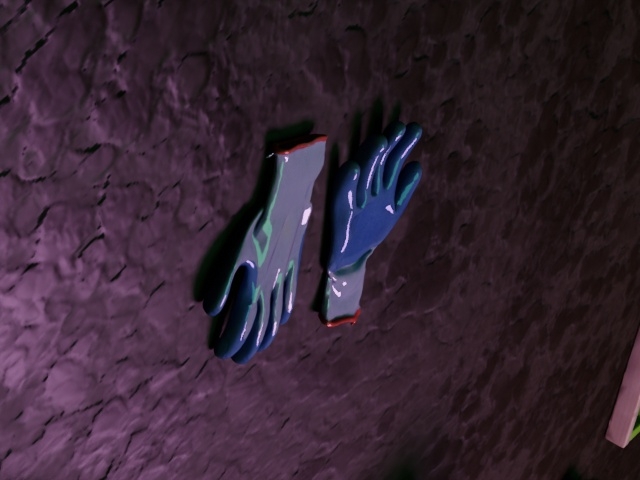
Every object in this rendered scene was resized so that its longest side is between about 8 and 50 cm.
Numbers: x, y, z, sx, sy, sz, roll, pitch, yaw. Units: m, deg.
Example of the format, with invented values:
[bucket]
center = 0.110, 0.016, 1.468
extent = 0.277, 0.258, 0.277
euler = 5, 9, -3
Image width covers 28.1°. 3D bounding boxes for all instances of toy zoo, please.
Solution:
[toy zoo]
center = 0.477, 0.128, 1.677
extent = 0.293, 0.030, 0.192
euler = -28, 137, -44

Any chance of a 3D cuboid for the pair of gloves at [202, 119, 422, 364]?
[pair of gloves]
center = 0.000, 0.000, 0.825
extent = 0.198, 0.023, 0.159
euler = -17, 128, -52
